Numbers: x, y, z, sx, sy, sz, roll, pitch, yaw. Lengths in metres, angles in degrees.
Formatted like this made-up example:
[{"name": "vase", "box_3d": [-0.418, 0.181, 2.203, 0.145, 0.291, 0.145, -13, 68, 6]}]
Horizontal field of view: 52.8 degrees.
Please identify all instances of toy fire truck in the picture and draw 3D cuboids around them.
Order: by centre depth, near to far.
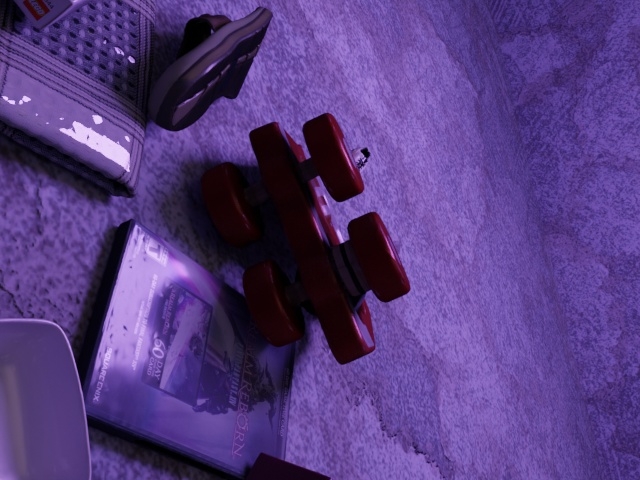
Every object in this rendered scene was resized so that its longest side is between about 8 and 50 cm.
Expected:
[{"name": "toy fire truck", "box_3d": [0.000, 0.000, 0.802, 0.302, 0.169, 0.254, 67, 9, 10]}]

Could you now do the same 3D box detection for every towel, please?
[{"name": "towel", "box_3d": [-0.275, -0.235, 0.581, 0.324, 0.056, 0.312, 32, 48, -47]}]

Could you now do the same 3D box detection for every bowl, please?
[{"name": "bowl", "box_3d": [-0.236, 0.128, 0.440, 0.142, 0.053, 0.142, 2, 73, -59]}]

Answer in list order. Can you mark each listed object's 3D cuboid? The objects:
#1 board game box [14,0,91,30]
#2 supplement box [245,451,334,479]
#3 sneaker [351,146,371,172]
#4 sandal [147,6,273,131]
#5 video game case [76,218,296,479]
[{"name": "board game box", "box_3d": [-0.281, -0.353, 0.552, 0.305, 0.053, 0.193, 55, 29, -25]}, {"name": "supplement box", "box_3d": [0.004, 0.306, 0.666, 0.188, 0.104, 0.081, 51, 57, -36]}, {"name": "sneaker", "box_3d": [0.055, -0.126, 1.084, 0.040, 0.043, 0.109, 56, 34, -29]}, {"name": "sandal", "box_3d": [-0.132, -0.222, 0.756, 0.086, 0.120, 0.303, 30, 29, -2]}, {"name": "video game case", "box_3d": [-0.120, 0.129, 0.665, 0.274, 0.026, 0.196, 41, 41, -41]}]
